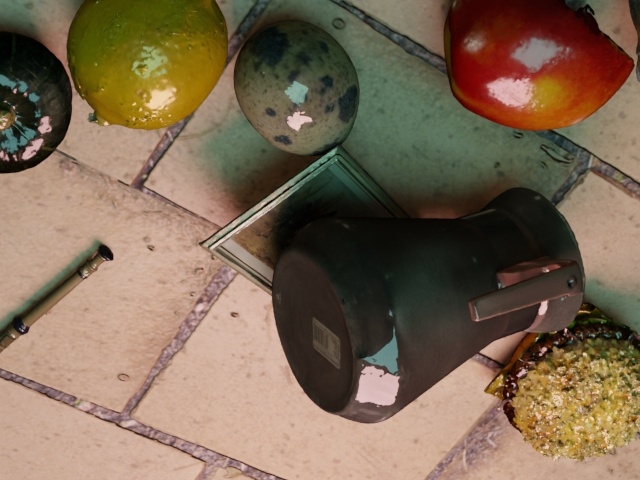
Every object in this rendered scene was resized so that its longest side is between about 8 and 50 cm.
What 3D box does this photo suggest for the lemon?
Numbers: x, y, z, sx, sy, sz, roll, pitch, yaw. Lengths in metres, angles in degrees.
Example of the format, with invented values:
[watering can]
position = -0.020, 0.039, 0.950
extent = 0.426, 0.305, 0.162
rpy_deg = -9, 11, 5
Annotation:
[lemon]
position = -0.188, -0.216, 1.309
extent = 0.206, 0.173, 0.173
rpy_deg = -42, 121, 19

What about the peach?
[peach]
position = 0.259, -0.232, 1.390
extent = 0.226, 0.190, 0.196
rpy_deg = -4, 77, -1

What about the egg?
[egg]
position = -0.024, -0.175, 1.393
extent = 0.141, 0.141, 0.182
rpy_deg = -29, 131, 6

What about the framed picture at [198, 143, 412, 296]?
[framed picture]
position = 0.000, 0.000, 1.513
extent = 0.217, 0.017, 0.274
rpy_deg = -37, 145, 11

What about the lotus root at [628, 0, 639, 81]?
[lotus root]
position = 0.446, -0.337, 1.400
extent = 0.158, 0.140, 0.322
rpy_deg = -4, 132, -39

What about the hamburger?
[hamburger]
position = 0.375, 0.212, 1.715
extent = 0.261, 0.139, 0.243
rpy_deg = 32, 111, -28

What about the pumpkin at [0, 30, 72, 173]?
[pumpkin]
position = -0.364, -0.153, 1.336
extent = 0.167, 0.125, 0.167
rpy_deg = -9, 142, -8

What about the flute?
[flute]
position = -0.360, 0.086, 1.543
extent = 0.233, 0.027, 0.027
rpy_deg = -39, 121, 12

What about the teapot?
[teapot]
position = 0.145, 0.065, 1.453
extent = 0.344, 0.300, 0.253
rpy_deg = -17, 99, -27
